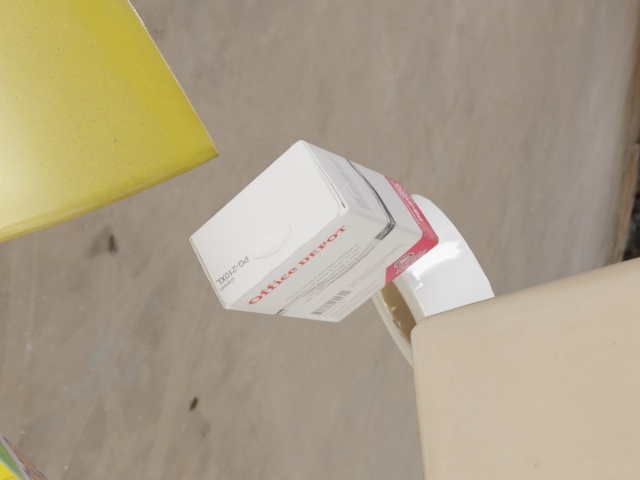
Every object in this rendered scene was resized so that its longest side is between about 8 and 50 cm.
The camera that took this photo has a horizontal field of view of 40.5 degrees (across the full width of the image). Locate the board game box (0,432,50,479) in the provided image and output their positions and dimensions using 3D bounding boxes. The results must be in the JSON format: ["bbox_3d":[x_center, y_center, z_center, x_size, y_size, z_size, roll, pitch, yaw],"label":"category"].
[{"bbox_3d":[-0.188,0.214,0.633,0.039,0.124,0.259,-46,113,-17],"label":"board game box"}]

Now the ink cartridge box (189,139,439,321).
[{"bbox_3d":[0.000,0.000,0.963,0.172,0.100,0.237,-40,155,19],"label":"ink cartridge box"}]

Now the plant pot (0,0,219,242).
[{"bbox_3d":[-0.218,-0.107,0.549,0.187,0.212,0.212,-34,113,-9],"label":"plant pot"}]

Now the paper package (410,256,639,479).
[{"bbox_3d":[0.213,0.153,0.370,0.168,0.325,0.309,8,72,-36],"label":"paper package"}]

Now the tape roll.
[{"bbox_3d":[0.153,0.079,1.255,0.100,0.286,0.286,-27,141,-9],"label":"tape roll"}]
